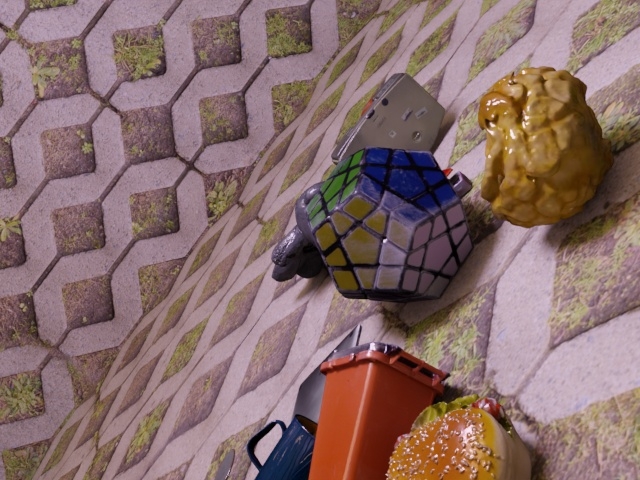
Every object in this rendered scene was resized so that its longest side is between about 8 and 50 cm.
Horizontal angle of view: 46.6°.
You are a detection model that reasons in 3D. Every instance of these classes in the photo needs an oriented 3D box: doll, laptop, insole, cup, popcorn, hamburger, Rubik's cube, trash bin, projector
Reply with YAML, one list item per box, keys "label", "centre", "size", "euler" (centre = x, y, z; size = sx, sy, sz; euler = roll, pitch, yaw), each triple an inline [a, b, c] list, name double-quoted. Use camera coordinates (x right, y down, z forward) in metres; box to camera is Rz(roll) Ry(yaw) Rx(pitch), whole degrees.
- label: "doll"
  centre: [0.005, 0.003, 1.783]
  size: [0.158, 0.246, 0.340]
  euler: [52, 132, 31]
- label: "laptop"
  centre: [0.000, 0.295, 1.428]
  size: [0.269, 0.015, 0.187]
  euler: [-52, 15, 43]
- label: "insole"
  centre: [-0.223, 0.538, 1.622]
  size: [0.064, 0.004, 0.188]
  euler: [-39, 23, 39]
- label: "cup"
  centre: [-0.045, 0.383, 1.285]
  size: [0.138, 0.113, 0.150]
  euler: [-55, 41, -1]
- label: "popcorn"
  centre: [0.343, -0.147, 1.158]
  size: [0.190, 0.250, 0.250]
  euler: [-2, 52, 46]
- label: "hamburger"
  centre: [0.169, 0.293, 0.953]
  size: [0.210, 0.116, 0.173]
  euler: [-37, 27, 40]
- label: "Rubik's cube"
  centre: [0.125, -0.024, 1.385]
  size: [0.264, 0.319, 0.319]
  euler: [107, -176, -52]
- label: "trash bin"
  centre: [0.083, 0.285, 1.131]
  size: [0.184, 0.161, 0.239]
  euler: [-29, 38, 51]
- label: "projector"
  centre: [0.171, -0.244, 1.775]
  size: [0.269, 0.193, 0.088]
  euler: [-52, 20, -3]

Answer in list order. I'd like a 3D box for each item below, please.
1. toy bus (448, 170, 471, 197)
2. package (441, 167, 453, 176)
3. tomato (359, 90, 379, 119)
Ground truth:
- label: "toy bus"
  centre: [0.256, -0.085, 1.543]
  size: [0.130, 0.037, 0.052]
  euler: [-44, 24, 22]
- label: "package"
  centre: [0.231, -0.116, 1.597]
  size: [0.083, 0.022, 0.200]
  euler: [-46, 3, -2]
- label: "tomato"
  centre: [0.154, -0.302, 1.925]
  size: [0.237, 0.095, 0.237]
  euler: [-52, -14, -18]
